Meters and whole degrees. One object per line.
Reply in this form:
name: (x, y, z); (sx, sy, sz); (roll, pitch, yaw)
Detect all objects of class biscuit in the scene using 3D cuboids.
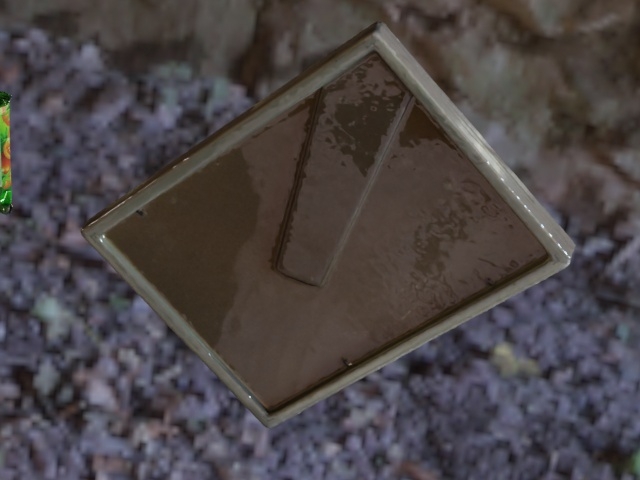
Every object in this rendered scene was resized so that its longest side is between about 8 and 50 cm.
biscuit: (-0.214, -0.063, 1.143); (0.046, 0.089, 0.016); (28, 42, 28)

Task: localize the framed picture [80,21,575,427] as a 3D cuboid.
framed picture: (0.000, 0.000, 0.871); (0.150, 0.203, 0.015); (47, 33, -17)
